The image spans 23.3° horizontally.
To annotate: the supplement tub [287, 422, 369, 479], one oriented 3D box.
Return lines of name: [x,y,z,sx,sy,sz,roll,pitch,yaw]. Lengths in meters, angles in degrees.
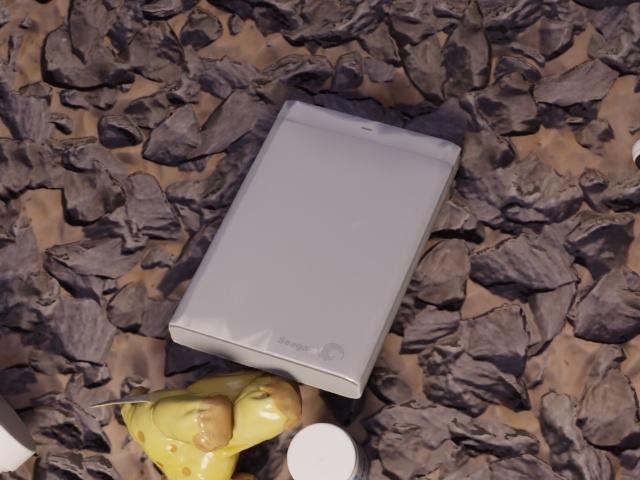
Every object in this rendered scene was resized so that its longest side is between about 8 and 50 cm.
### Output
supplement tub: [0.009,0.222,1.544,0.071,0.107,0.071,-2,77,9]

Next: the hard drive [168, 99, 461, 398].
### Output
hard drive: [0.000,0.000,1.594,0.203,0.040,0.307,16,57,15]

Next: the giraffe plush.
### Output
giraffe plush: [-0.114,0.230,1.552,0.210,0.181,0.170,-8,94,-2]

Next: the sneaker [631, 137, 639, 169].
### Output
sneaker: [0.428,-0.057,1.560,0.217,0.079,0.121,-5,72,8]

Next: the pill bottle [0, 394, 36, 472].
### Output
pill bottle: [-0.434,0.254,1.597,0.265,0.153,0.153,-39,71,-2]
